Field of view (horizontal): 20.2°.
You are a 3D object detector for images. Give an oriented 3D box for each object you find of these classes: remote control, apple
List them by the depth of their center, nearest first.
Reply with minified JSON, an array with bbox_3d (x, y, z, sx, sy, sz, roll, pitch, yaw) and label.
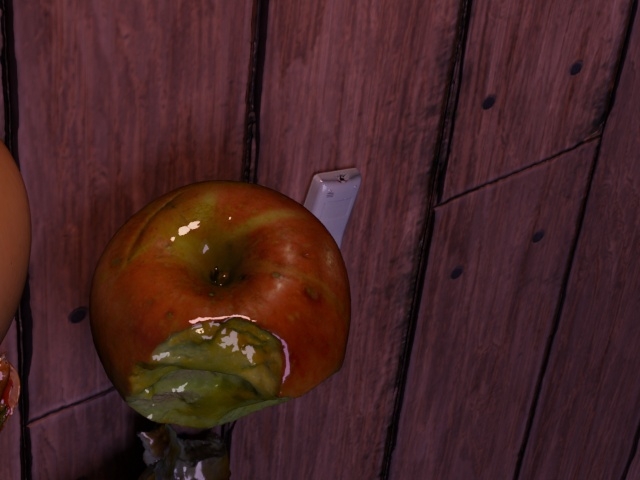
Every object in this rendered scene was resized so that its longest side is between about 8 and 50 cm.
[{"bbox_3d":[-0.088,0.074,1.656,0.246,0.246,0.226,-32,148,-18],"label":"apple"},{"bbox_3d":[0.000,0.000,1.854,0.061,0.029,0.162,-13,134,-39],"label":"remote control"}]

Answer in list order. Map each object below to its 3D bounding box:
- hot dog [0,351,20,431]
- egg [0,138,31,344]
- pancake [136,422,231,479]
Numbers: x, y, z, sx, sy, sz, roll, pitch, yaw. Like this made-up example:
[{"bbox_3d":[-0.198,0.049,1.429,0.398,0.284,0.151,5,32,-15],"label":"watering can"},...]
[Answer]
[{"bbox_3d":[-0.348,0.196,1.675,0.092,0.062,0.236,9,118,-45],"label":"hot dog"},{"bbox_3d":[-0.380,0.027,1.261,0.374,0.301,0.301,-40,147,-27],"label":"egg"},{"bbox_3d":[-0.196,0.392,1.880,0.427,0.067,0.305,-57,147,-28],"label":"pancake"}]
